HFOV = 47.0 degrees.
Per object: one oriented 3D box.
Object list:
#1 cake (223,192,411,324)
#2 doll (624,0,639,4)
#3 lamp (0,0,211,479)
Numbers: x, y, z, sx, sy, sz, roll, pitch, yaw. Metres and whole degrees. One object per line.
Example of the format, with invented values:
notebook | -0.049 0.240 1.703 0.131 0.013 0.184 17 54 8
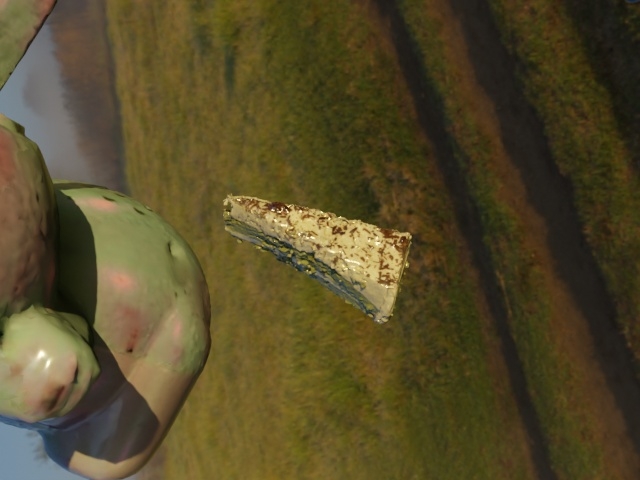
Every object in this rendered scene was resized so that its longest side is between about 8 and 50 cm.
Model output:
cake | 0.000 0.000 0.512 0.140 0.055 0.051 29 147 14
doll | 0.185 -0.289 0.629 0.153 0.195 0.258 -19 111 52
lamp | -0.177 -0.004 0.368 0.247 0.247 0.301 29 177 30
